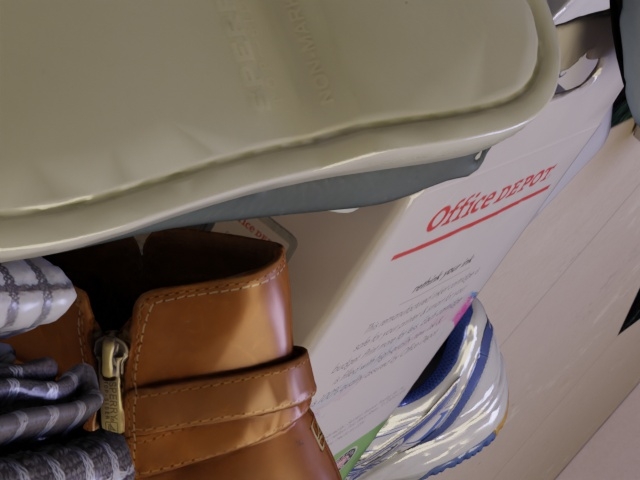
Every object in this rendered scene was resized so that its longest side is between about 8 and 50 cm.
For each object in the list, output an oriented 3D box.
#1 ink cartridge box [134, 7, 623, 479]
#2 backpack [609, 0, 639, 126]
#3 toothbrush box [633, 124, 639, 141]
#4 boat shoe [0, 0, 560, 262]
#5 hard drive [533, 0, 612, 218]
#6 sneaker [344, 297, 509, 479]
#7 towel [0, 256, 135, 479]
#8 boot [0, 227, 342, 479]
[{"bbox_3d":[0.000,0.000,0.799,0.207,0.119,0.353,-22,149,-57],"label":"ink cartridge box"},{"bbox_3d":[0.231,-0.174,0.645,0.290,0.273,0.355,-40,155,-49],"label":"backpack"},{"bbox_3d":[0.389,-0.119,1.336,0.126,0.216,0.295,-42,162,-17],"label":"toothbrush box"},{"bbox_3d":[-0.078,-0.040,0.462,0.319,0.116,0.099,-6,164,-36],"label":"boat shoe"},{"bbox_3d":[0.109,-0.063,1.069,0.210,0.040,0.319,-46,163,-7],"label":"hard drive"},{"bbox_3d":[-0.013,0.124,1.090,0.296,0.112,0.131,-32,140,-17],"label":"sneaker"},{"bbox_3d":[-0.204,0.117,0.466,0.283,0.121,0.235,-38,166,18],"label":"towel"},{"bbox_3d":[-0.132,0.104,0.686,0.109,0.283,0.220,-72,159,-63],"label":"boot"}]
